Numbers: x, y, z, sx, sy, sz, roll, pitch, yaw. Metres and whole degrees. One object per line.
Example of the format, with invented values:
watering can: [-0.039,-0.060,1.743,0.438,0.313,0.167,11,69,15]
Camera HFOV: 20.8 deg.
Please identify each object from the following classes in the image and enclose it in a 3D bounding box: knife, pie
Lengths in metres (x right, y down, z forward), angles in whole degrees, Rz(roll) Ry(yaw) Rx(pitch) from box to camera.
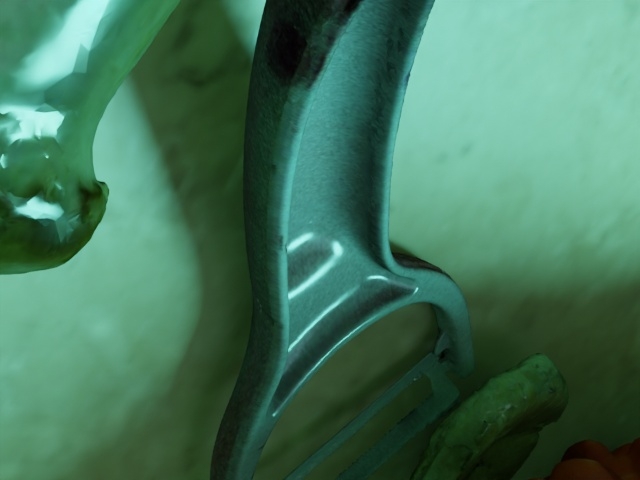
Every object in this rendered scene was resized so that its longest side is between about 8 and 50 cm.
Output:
knife: [-0.002,-0.001,0.462,0.123,0.053,0.278,-43,158,-23]
pie: [0.055,0.073,0.605,0.084,0.020,0.084,-39,158,-19]

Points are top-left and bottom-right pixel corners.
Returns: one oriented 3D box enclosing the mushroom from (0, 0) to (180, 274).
mushroom: [-0.024,-0.126,0.342,0.312,0.081,0.100,-58,151,6]

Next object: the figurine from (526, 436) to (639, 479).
figurine: [0.147,0.213,0.676,0.306,0.241,0.412,-24,152,-15]
